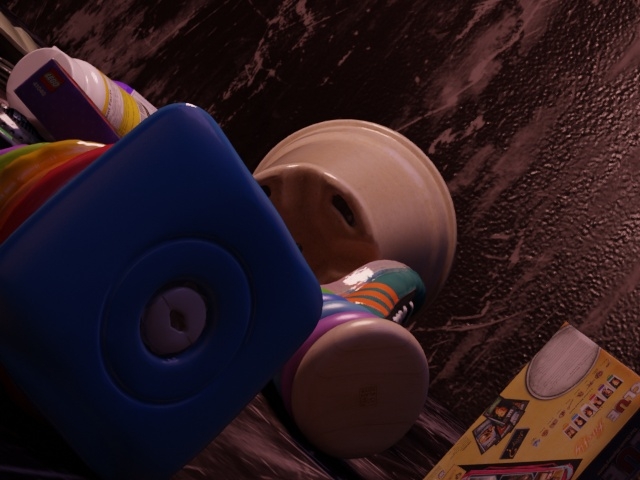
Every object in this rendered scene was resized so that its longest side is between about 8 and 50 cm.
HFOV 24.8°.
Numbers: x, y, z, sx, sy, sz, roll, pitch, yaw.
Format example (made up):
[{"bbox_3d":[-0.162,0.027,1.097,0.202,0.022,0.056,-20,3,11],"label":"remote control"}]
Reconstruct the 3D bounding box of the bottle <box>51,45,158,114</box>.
[{"bbox_3d":[-0.316,-0.179,2.215,0.283,0.118,0.092,40,29,-14],"label":"bottle"}]

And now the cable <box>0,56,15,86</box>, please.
[{"bbox_3d":[-0.382,-0.173,2.095,0.287,0.072,0.139,28,13,-8],"label":"cable"}]

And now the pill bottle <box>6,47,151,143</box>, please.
[{"bbox_3d":[-0.314,-0.168,1.917,0.119,0.119,0.208,42,2,28],"label":"pill bottle"}]

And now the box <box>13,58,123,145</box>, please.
[{"bbox_3d":[-0.213,-0.066,1.589,0.293,0.057,0.201,50,-4,-10],"label":"box"}]

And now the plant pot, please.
[{"bbox_3d":[0.000,0.000,2.019,0.334,0.334,0.305,41,13,8],"label":"plant pot"}]

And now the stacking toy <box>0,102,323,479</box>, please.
[{"bbox_3d":[-0.160,-0.001,0.847,0.302,0.166,0.175,26,-26,49],"label":"stacking toy"}]

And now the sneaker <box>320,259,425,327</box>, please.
[{"bbox_3d":[0.047,0.109,1.751,0.121,0.108,0.302,41,32,26],"label":"sneaker"}]

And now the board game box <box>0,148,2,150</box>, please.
[{"bbox_3d":[-0.304,-0.077,1.164,0.136,0.035,0.201,41,2,1],"label":"board game box"}]

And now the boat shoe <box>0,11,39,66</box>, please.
[{"bbox_3d":[-0.480,-0.293,2.169,0.081,0.068,0.228,57,3,18],"label":"boat shoe"}]

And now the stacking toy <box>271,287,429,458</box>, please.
[{"bbox_3d":[-0.023,0.096,1.500,0.141,0.141,0.330,40,-2,-31],"label":"stacking toy"}]

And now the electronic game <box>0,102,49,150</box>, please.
[{"bbox_3d":[-0.317,-0.109,1.487,0.229,0.048,0.229,41,2,-2],"label":"electronic game"}]

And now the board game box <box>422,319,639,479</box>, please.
[{"bbox_3d":[0.174,0.195,1.224,0.042,0.243,0.165,41,2,-24],"label":"board game box"}]
